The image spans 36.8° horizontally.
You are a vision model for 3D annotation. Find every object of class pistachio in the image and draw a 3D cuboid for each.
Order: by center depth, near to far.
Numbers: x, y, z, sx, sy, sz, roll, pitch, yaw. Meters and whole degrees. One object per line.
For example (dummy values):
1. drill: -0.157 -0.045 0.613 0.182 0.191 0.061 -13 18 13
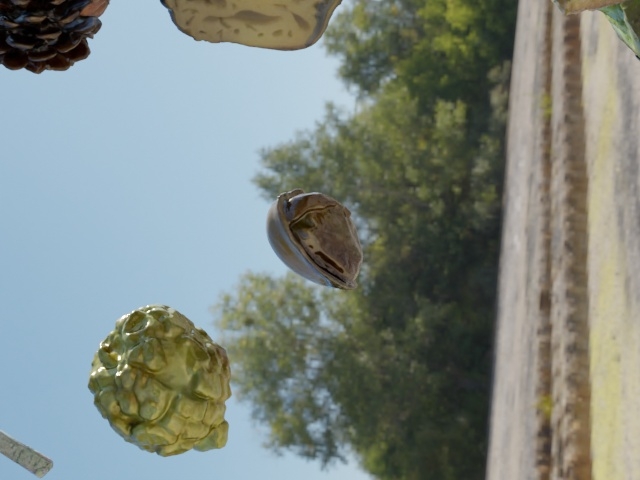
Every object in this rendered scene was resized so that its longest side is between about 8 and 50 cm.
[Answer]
1. pistachio: 0.000 0.000 1.492 0.210 0.130 0.165 51 -162 -38

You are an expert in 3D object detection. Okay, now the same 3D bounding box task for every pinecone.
1. pinecone: -0.444 -0.364 1.505 0.208 0.207 0.208 5 -90 -81

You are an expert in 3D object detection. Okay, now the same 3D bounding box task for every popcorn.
1. popcorn: -0.227 0.205 1.409 0.217 0.181 0.235 37 -167 -35

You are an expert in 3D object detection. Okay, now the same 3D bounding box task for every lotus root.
1. lotus root: -0.068 -0.324 1.006 0.199 0.188 0.180 126 144 -47

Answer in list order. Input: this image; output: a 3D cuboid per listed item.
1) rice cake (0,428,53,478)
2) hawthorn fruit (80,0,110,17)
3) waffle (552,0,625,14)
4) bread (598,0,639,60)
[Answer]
1. rice cake: -0.518 0.309 1.524 0.034 0.211 0.043 -57 3 -21
2. hawthorn fruit: -0.497 -0.457 1.648 0.165 0.285 0.165 -177 90 -81
3. waffle: 0.276 -0.339 0.935 0.308 0.213 0.091 -21 -20 -43
4. bread: 0.497 -0.363 1.139 0.208 0.376 0.251 -6 -108 -61
